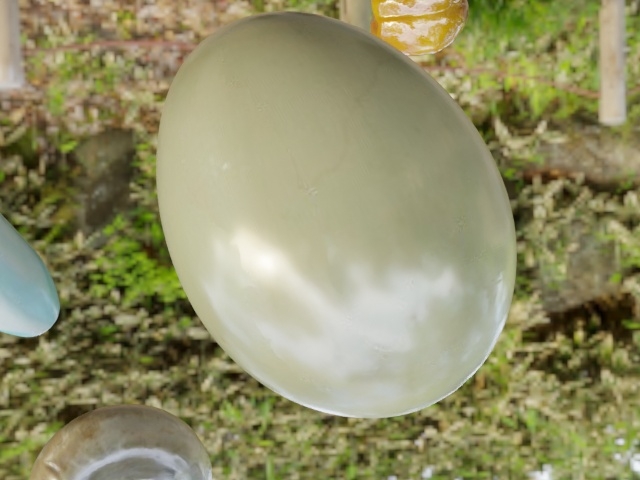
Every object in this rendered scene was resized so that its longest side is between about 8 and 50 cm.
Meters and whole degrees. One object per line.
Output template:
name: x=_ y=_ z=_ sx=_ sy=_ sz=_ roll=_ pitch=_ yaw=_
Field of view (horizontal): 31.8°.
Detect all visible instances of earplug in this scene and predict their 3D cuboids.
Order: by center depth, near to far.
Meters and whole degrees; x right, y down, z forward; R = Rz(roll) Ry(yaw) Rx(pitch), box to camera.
earplug: x=-0.517 y=0.035 z=1.730 sx=0.185 sy=0.185 sz=0.324 roll=-3 pitch=143 yaw=31

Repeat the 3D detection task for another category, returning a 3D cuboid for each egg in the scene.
egg: x=0.006 y=-0.017 z=0.627 sx=0.186 sy=0.241 sz=0.186 roll=-29 pitch=176 yaw=-2

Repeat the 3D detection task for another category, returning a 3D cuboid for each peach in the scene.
peach: x=0.125 y=-0.305 z=1.428 sx=0.138 sy=0.138 sz=0.138 roll=-2 pitch=178 yaw=0

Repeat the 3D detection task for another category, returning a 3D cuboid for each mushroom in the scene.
mushroom: x=-0.245 y=0.336 z=1.412 sx=0.244 sy=0.243 sz=0.243 roll=-2 pitch=178 yaw=0
